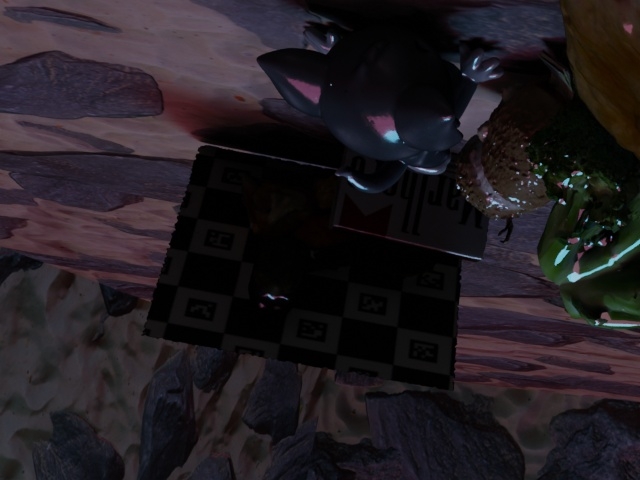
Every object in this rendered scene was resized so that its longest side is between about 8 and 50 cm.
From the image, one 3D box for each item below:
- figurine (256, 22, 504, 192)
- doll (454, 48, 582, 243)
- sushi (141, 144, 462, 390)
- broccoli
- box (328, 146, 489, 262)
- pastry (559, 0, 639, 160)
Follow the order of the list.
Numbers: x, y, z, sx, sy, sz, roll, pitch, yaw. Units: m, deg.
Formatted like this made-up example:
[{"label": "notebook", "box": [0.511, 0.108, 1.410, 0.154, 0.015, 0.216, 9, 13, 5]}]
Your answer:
[{"label": "figurine", "box": [0.055, -0.122, 1.450, 0.193, 0.140, 0.265, 26, 157, 14]}, {"label": "doll", "box": [0.205, -0.096, 1.462, 0.105, 0.115, 0.221, -4, 148, -28]}, {"label": "sushi", "box": [0.000, 0.000, 1.818, 0.343, 0.359, 0.064, 11, 130, 0]}, {"label": "broccoli", "box": [0.301, -0.026, 1.316, 0.245, 0.265, 0.294, -27, 117, 25]}, {"label": "box", "box": [0.107, -0.048, 1.794, 0.178, 0.115, 0.036, 13, 171, -7]}, {"label": "pastry", "box": [0.294, -0.103, 1.053, 0.329, 0.136, 0.329, 45, 173, 7]}]
